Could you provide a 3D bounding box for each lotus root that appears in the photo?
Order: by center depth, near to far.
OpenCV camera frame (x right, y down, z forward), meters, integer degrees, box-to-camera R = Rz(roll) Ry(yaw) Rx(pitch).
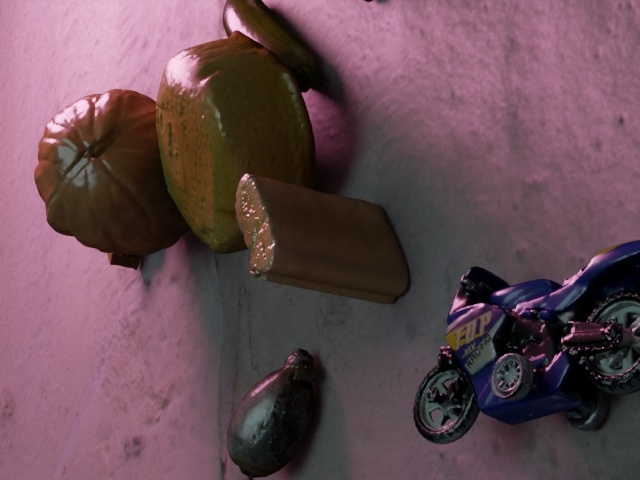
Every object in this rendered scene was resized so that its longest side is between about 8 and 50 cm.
[{"bbox_3d":[-0.053,0.203,1.908,0.165,0.088,0.088,-61,35,11],"label":"lotus root"}]

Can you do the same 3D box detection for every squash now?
[{"bbox_3d":[-0.070,-0.250,2.073,0.258,0.069,0.069,52,125,52],"label":"squash"}]

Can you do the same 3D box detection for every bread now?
[{"bbox_3d":[0.000,0.001,1.783,0.060,0.178,0.139,-54,38,34],"label":"bread"},{"bbox_3d":[-0.098,-0.117,1.978,0.270,0.148,0.270,45,142,51],"label":"bread"}]

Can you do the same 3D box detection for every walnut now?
[{"bbox_3d":[-0.260,-0.085,2.167,0.261,0.225,0.225,38,-122,-78],"label":"walnut"}]

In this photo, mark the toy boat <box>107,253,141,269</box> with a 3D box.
[{"bbox_3d":[-0.256,-0.059,2.334,0.077,0.057,0.200,11,90,54],"label":"toy boat"}]

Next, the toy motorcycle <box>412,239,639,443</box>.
[{"bbox_3d":[0.199,0.083,1.506,0.315,0.113,0.169,-23,52,44],"label":"toy motorcycle"}]
